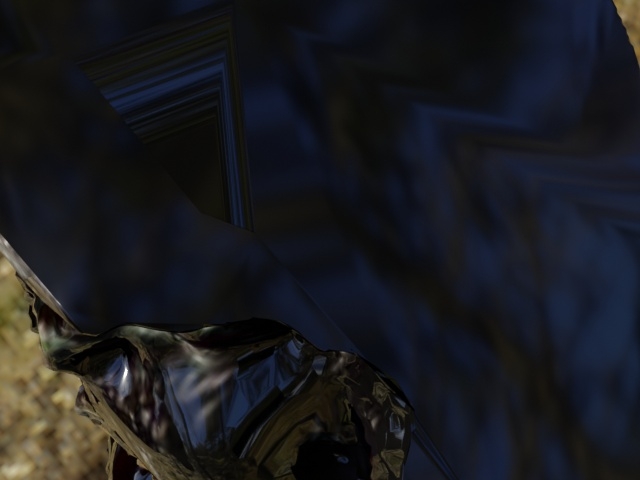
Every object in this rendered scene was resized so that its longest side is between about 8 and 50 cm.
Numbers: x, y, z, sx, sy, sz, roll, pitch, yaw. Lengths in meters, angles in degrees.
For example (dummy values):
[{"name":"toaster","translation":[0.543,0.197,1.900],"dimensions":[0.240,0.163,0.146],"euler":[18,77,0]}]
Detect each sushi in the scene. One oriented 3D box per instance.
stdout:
[{"name":"sushi","translation":[0.000,0.000,0.445],"dimensions":[0.153,0.172,0.150],"euler":[-37,-6,-21]}]
